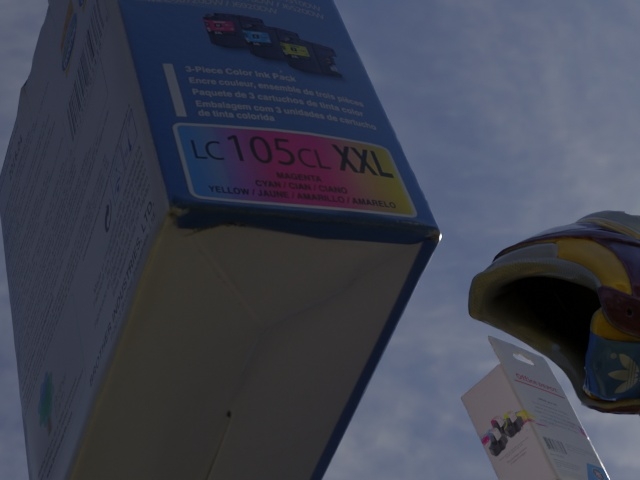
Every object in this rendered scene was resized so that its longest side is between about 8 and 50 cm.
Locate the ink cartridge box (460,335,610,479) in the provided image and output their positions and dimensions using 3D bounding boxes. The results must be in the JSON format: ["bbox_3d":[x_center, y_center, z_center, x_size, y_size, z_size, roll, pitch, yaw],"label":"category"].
[{"bbox_3d":[0.210,0.191,1.465,0.104,0.181,0.061,23,-57,-41],"label":"ink cartridge box"}]

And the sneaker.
[{"bbox_3d":[0.139,0.045,0.524,0.084,0.185,0.069,-18,-62,-41],"label":"sneaker"}]

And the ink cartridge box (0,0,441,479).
[{"bbox_3d":[-0.092,-0.040,0.889,0.151,0.395,0.270,6,-51,-24],"label":"ink cartridge box"}]
